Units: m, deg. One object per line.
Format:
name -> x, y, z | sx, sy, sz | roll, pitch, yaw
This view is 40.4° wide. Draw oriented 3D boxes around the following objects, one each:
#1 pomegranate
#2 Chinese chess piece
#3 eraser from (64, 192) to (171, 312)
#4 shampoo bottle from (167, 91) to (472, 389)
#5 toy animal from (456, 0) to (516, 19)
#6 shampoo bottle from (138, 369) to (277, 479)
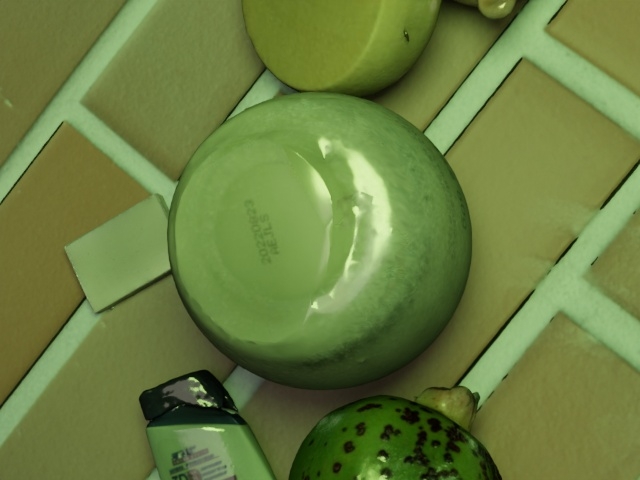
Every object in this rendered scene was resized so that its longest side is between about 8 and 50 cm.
pomegranate -> 0.088, 0.273, 0.938 | 0.254, 0.254, 0.270 | 26, 68, 14
Chinese chess piece -> 0.019, -0.296, 1.013 | 0.273, 0.102, 0.273 | 13, 108, 45
eraser -> -0.252, 0.018, 1.145 | 0.150, 0.023, 0.103 | -29, 78, 9
shampoo bottle -> 0.000, 0.000, 0.939 | 0.323, 0.317, 0.322 | -1, 84, 10
toy animal -> 0.212, -0.399, 1.008 | 0.221, 0.229, 0.210 | -21, 43, -29
shampoo bottle -> -0.107, 0.334, 1.052 | 0.134, 0.078, 0.359 | -21, 80, 6
